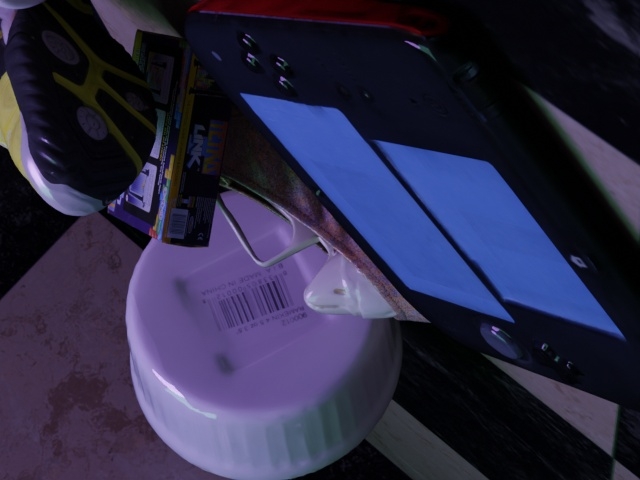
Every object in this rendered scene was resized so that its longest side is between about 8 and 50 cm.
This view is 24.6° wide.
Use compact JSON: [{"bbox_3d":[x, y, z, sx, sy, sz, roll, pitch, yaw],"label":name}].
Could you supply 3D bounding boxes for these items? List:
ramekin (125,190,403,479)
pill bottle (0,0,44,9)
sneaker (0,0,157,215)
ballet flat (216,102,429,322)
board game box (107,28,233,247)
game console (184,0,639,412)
[{"bbox_3d":[-0.058,0.082,1.430,0.277,0.277,0.135,39,161,20],"label":"ramekin"},{"bbox_3d":[-0.295,-0.290,1.186,0.221,0.121,0.121,38,169,24],"label":"pill bottle"},{"bbox_3d":[-0.255,-0.140,1.265,0.145,0.147,0.385,28,-156,-40],"label":"sneaker"},{"bbox_3d":[0.000,0.000,1.307,0.316,0.106,0.107,40,172,13],"label":"ballet flat"},{"bbox_3d":[-0.129,-0.091,1.271,0.048,0.170,0.141,6,-171,-27],"label":"board game box"},{"bbox_3d":[0.087,-0.024,1.026,0.386,0.060,0.342,48,169,-29],"label":"game console"}]
